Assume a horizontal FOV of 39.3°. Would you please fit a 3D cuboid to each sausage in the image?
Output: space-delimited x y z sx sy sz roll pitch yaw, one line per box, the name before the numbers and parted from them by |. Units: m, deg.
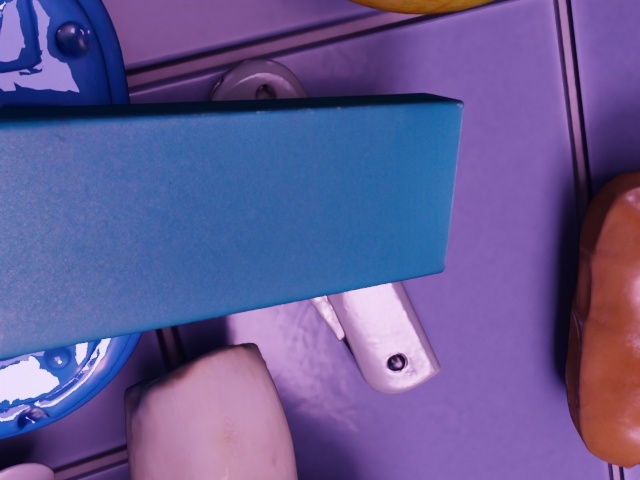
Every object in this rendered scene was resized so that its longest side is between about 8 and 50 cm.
sausage | 0.254 0.061 0.668 0.136 0.120 0.241 -2 106 -2

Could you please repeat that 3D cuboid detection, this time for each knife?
knife | 0.003 -0.001 0.616 0.073 0.040 0.266 -31 112 -3

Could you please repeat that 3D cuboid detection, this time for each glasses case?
glasses case | -0.052 -0.022 0.499 0.300 0.070 0.117 -8 110 -37

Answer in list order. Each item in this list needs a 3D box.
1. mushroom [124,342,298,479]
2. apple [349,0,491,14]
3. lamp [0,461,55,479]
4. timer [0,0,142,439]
mushroom | -0.057 0.240 0.548 0.314 0.314 0.336 -13 82 -14
apple | 0.060 -0.220 0.497 0.195 0.196 0.196 -4 105 -17
lamp | -0.273 0.225 0.545 0.179 0.108 0.246 9 119 -46
timer | -0.266 -0.019 0.487 0.339 0.115 0.309 -11 110 -16
